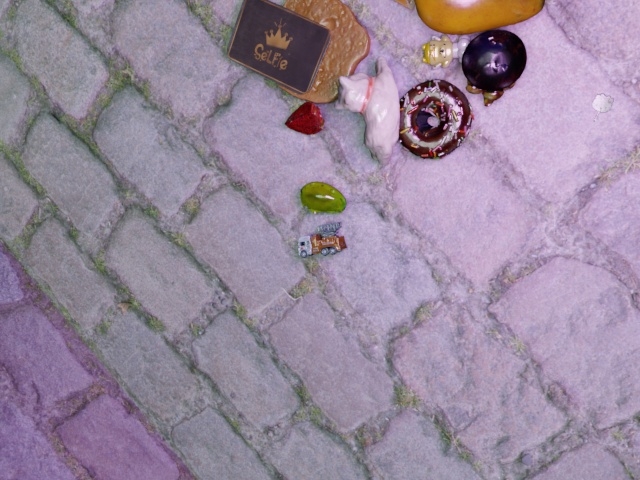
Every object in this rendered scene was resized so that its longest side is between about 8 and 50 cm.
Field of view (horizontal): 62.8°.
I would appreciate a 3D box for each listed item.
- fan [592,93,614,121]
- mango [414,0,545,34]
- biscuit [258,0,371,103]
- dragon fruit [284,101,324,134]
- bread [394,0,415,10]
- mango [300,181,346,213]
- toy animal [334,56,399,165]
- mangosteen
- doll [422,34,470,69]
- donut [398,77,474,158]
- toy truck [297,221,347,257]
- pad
[{"bbox_3d":[0.848,-0.401,1.591,0.056,0.004,0.083,25,111,15],"label":"fan"},{"bbox_3d":[0.463,-0.732,1.538,0.378,0.221,0.263,5,62,6],"label":"mango"},{"bbox_3d":[-0.031,-0.678,1.839,0.385,0.062,0.365,43,115,10],"label":"biscuit"},{"bbox_3d":[-0.039,-0.441,1.895,0.106,0.083,0.162,32,149,-32],"label":"dragon fruit"},{"bbox_3d":[0.268,-0.800,1.701,0.103,0.049,0.062,34,146,10],"label":"bread"},{"bbox_3d":[0.012,-0.156,1.926,0.179,0.100,0.119,17,147,10],"label":"mango"},{"bbox_3d":[0.150,-0.401,1.737,0.266,0.188,0.307,60,150,30],"label":"toy animal"},{"bbox_3d":[0.528,-0.525,1.607,0.194,0.194,0.230,12,142,19],"label":"mangosteen"},{"bbox_3d":[0.409,-0.609,1.685,0.163,0.062,0.106,0,107,20],"label":"doll"},{"bbox_3d":[0.366,-0.397,1.729,0.270,0.103,0.269,4,102,19],"label":"donut"},{"bbox_3d":[-0.001,0.000,1.975,0.178,0.080,0.115,-9,93,22],"label":"toy truck"},{"bbox_3d":[-0.179,-0.661,1.841,0.375,0.063,0.314,30,112,16],"label":"pad"}]
